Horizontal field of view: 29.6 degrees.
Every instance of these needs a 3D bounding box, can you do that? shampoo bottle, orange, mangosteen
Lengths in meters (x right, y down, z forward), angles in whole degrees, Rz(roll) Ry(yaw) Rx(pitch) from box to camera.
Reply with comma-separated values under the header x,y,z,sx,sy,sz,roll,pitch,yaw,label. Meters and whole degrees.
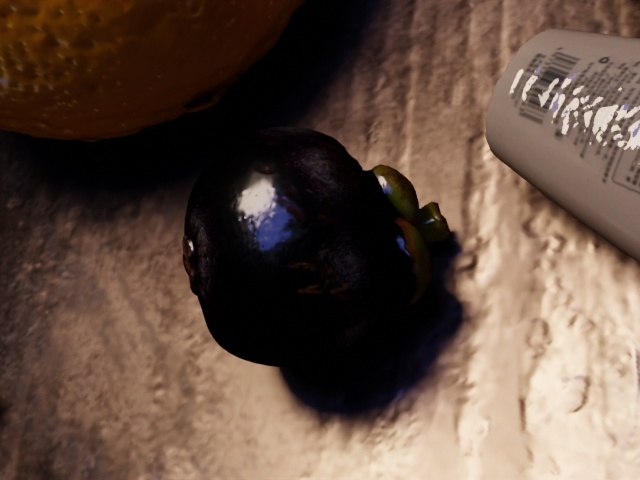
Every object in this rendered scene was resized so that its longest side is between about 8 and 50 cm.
x,y,z,sx,sy,sz,roll,pitch,yaw,label
0.202,-0.031,0.588,0.257,0.078,0.127,31,82,40,shampoo bottle
-0.167,-0.240,0.790,0.340,0.293,0.341,-13,56,20,orange
0.000,0.000,0.666,0.151,0.137,0.137,-9,49,-17,mangosteen
